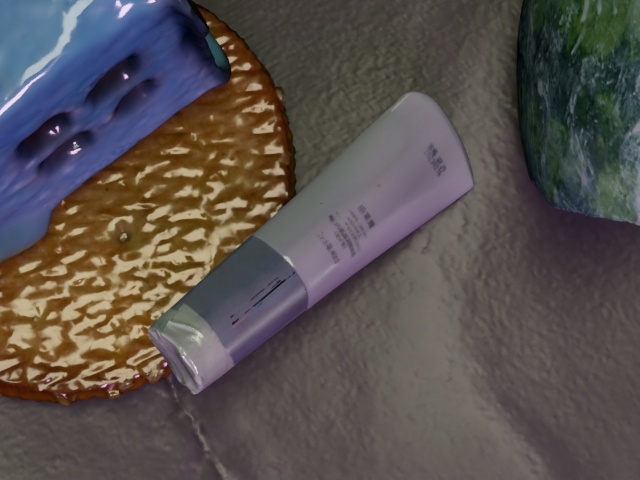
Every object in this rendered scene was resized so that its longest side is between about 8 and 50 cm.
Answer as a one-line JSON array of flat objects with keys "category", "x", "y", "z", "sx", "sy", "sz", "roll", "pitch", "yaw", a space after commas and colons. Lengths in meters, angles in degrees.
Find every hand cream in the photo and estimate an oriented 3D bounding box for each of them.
[{"category": "hand cream", "x": 0.000, "y": 0.000, "z": 1.031, "sx": 0.255, "sy": 0.048, "sz": 0.079, "roll": -40, "pitch": 111, "yaw": -25}]

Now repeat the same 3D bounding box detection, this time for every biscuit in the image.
[{"category": "biscuit", "x": -0.164, "y": -0.038, "z": 1.074, "sx": 0.305, "sy": 0.038, "sz": 0.305, "roll": 0, "pitch": 73, "yaw": 1}]

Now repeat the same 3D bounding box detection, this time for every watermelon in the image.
[{"category": "watermelon", "x": 0.266, "y": -0.150, "z": 1.026, "sx": 0.258, "sy": 0.228, "sz": 0.387, "roll": 19, "pitch": 66, "yaw": -4}]

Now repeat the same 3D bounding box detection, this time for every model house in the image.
[{"category": "model house", "x": -0.239, "y": -0.114, "z": 0.973, "sx": 0.303, "sy": 0.215, "sz": 0.237, "roll": -40, "pitch": 77, "yaw": -6}]
